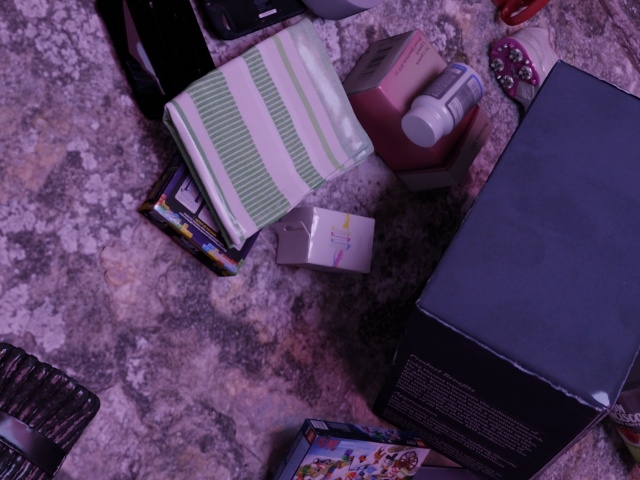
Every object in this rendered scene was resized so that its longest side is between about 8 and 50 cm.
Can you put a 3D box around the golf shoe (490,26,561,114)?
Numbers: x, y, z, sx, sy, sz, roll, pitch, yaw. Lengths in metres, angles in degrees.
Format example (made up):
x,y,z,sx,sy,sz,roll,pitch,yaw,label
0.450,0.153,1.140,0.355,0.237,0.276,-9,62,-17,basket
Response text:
x,y,z,sx,sy,sz,roll,pitch,yaw,label
0.443,-0.271,1.953,0.140,0.115,0.306,-40,112,-35,golf shoe

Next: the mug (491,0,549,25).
x,y,z,sx,sy,sz,roll,pitch,yaw,label
0.410,-0.481,1.902,0.113,0.169,0.150,-5,89,-38,mug

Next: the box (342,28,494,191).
x,y,z,sx,sy,sz,roll,pitch,yaw,label
0.159,-0.216,1.721,0.232,0.126,0.149,46,62,-25,box

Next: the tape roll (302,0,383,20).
x,y,z,sx,sy,sz,roll,pitch,yaw,label
0.025,-0.470,1.640,0.219,0.072,0.219,15,69,-46,tape roll

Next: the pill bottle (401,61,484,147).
x,y,z,sx,sy,sz,roll,pitch,yaw,label
0.193,-0.214,1.618,0.137,0.078,0.078,-47,114,-27,pill bottle

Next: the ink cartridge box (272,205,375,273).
x,y,z,sx,sy,sz,roll,pitch,yaw,label
0.000,0.000,1.608,0.143,0.092,0.090,10,82,-35,ink cartridge box

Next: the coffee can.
x,y,z,sx,sy,sz,roll,pitch,yaw,label
0.680,0.332,2.033,0.201,0.201,0.275,-46,114,-30,coffee can

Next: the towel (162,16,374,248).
x,y,z,sx,sy,sz,roll,pitch,yaw,label
-0.072,-0.168,1.545,0.325,0.038,0.248,-37,107,-35,towel

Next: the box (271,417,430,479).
x,y,z,sx,sy,sz,roll,pitch,yaw,label
0.042,0.365,1.596,0.233,0.044,0.159,14,112,-36,box

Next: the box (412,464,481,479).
x,y,z,sx,sy,sz,roll,pitch,yaw,label
0.201,0.480,1.749,0.232,0.059,0.184,14,78,-36,box

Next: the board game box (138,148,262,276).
x,y,z,sx,sy,sz,roll,pitch,yaw,label
-0.165,-0.050,1.514,0.170,0.048,0.141,42,62,-28,board game box

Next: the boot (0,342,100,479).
x,y,z,sx,sy,sz,roll,pitch,yaw,label
-0.454,0.230,1.219,0.348,0.131,0.260,37,72,-41,boot

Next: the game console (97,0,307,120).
x,y,z,sx,sy,sz,roll,pitch,yaw,label
-0.154,-0.337,1.545,0.361,0.044,0.213,-29,106,-34,game console

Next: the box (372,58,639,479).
x,y,z,sx,sy,sz,roll,pitch,yaw,label
0.337,0.076,1.583,0.297,0.472,0.480,29,64,8,box
